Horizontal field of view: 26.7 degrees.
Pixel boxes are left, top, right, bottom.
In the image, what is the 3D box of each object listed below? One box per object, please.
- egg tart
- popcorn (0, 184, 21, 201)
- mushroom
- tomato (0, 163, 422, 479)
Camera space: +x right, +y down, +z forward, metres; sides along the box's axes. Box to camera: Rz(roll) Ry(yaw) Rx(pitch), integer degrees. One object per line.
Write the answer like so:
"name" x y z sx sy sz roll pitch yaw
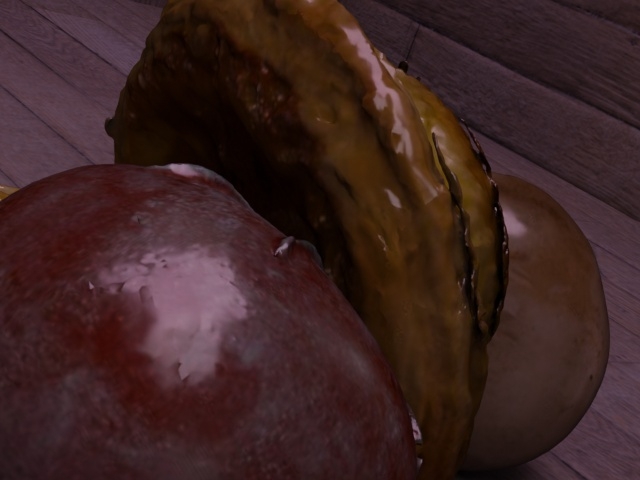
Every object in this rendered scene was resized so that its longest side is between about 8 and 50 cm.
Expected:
"egg tart" 0.000 0.000 1.015 0.178 0.443 0.443 -17 35 -30
"popcorn" -0.256 0.038 1.112 0.194 0.163 0.140 46 45 -7
"mushroom" 0.128 0.071 1.320 0.293 0.292 0.290 18 -1 -8
"tomato" -0.099 0.112 0.773 0.317 0.316 0.282 30 56 31
